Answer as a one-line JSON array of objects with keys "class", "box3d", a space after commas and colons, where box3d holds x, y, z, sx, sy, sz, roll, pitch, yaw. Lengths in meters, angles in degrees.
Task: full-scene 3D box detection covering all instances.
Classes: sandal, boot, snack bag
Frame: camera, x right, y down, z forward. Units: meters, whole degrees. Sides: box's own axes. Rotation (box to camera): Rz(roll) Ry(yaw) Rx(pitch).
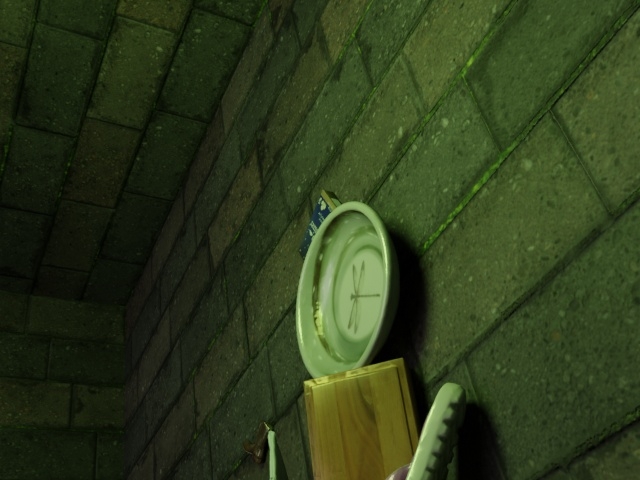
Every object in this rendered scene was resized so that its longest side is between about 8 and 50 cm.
[{"class": "sandal", "box3d": [0.120, 0.409, 1.107, 0.416, 0.102, 0.169, -56, -31, -30]}, {"class": "boot", "box3d": [-0.171, 0.536, 1.912, 0.106, 0.037, 0.114, 26, 107, 50]}, {"class": "snack bag", "box3d": [-0.079, 0.614, 1.444, 0.342, 0.037, 0.323, -98, -3, -57]}]

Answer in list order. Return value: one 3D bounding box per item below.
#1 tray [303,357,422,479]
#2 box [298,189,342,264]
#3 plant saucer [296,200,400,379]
[{"class": "tray", "box3d": [0.093, 0.430, 1.243, 0.203, 0.076, 0.410, -16, 55, 12]}, {"class": "box", "box3d": [0.000, 0.000, 1.783, 0.225, 0.037, 0.136, -69, 28, 22]}, {"class": "plant saucer", "box3d": [0.075, 0.118, 1.509, 0.400, 0.101, 0.400, -34, 51, 56]}]
